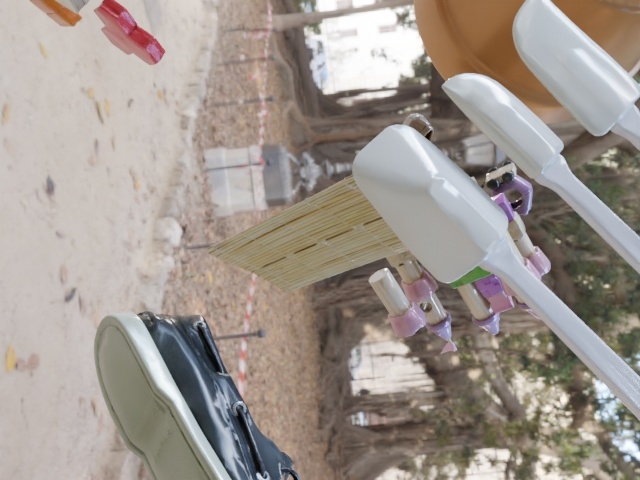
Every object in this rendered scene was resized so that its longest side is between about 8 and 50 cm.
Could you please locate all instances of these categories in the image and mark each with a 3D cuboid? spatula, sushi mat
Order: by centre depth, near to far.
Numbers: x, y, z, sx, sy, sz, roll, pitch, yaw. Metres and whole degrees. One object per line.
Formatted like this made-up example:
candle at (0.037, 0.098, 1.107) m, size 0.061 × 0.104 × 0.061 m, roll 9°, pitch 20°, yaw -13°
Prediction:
spatula at (0.150, -0.003, 0.347) m, size 0.242 × 0.168 × 0.019 m, roll 46°, pitch -20°, yaw 2°
sushi mat at (0.000, 0.000, 0.822) m, size 0.316 × 0.151 × 0.019 m, roll -23°, pitch -134°, yaw 46°

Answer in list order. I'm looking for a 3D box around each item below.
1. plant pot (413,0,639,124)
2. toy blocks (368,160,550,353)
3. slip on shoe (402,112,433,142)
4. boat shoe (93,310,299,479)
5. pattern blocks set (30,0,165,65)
plant pot at (0.268, -0.296, 0.707) m, size 0.203 × 0.290 × 0.291 m, roll 139°, pitch -54°, yaw -78°
toy blocks at (0.294, 0.064, 1.241) m, size 0.260 × 0.288 × 0.309 m, roll 56°, pitch 30°, yaw -16°
slip on shoe at (0.135, -0.118, 0.962) m, size 0.041 × 0.051 × 0.135 m, roll 43°, pitch -46°, yaw 36°
boat shoe at (-0.078, 0.200, 0.560) m, size 0.340 × 0.113 × 0.127 m, roll 51°, pitch -52°, yaw 27°
pattern blocks set at (-0.321, -0.307, 0.653) m, size 0.026 × 0.324 × 0.285 m, roll -54°, pitch 154°, yaw -13°
